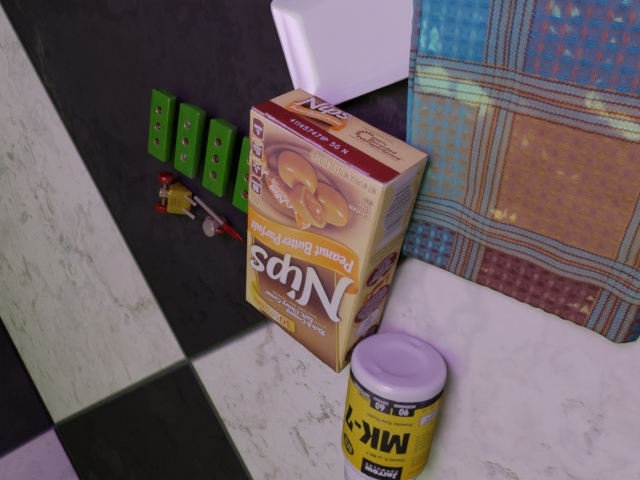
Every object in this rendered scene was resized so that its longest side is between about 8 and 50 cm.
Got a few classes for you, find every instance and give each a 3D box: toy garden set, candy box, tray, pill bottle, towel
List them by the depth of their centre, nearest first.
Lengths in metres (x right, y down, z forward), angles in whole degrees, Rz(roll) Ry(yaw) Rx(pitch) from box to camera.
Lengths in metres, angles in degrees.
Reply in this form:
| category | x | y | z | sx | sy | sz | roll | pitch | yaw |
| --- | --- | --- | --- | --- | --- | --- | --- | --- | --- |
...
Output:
| category | x | y | z | sx | sy | sz | roll | pitch | yaw |
| --- | --- | --- | --- | --- | --- | --- | --- | --- | --- |
| towel | 0.194 | -0.093 | 0.466 | 0.271 | 0.040 | 0.370 | 24 | 133 | 33 |
| tray | 0.063 | -0.242 | 0.568 | 0.270 | 0.030 | 0.145 | -9 | 101 | 42 |
| candy box | 0.000 | 0.000 | 0.645 | 0.183 | 0.087 | 0.316 | 35 | 138 | 26 |
| pill bottle | 0.089 | 0.237 | 0.682 | 0.119 | 0.119 | 0.208 | 22 | 121 | 33 |
| toy garden set | -0.176 | -0.101 | 0.820 | 0.244 | 0.049 | 0.204 | 31 | 123 | 26 |
